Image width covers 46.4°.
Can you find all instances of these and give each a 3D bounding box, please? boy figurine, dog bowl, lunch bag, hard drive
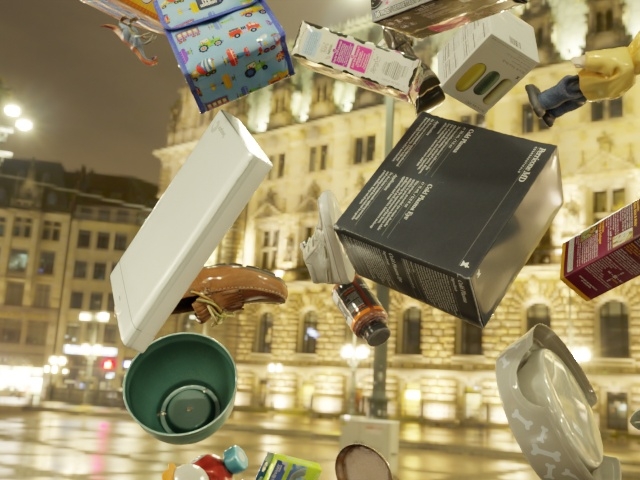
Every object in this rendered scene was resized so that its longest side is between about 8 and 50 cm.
[{"bbox_3d":[0.549,-0.330,1.463,0.285,0.092,0.177,-29,-31,32],"label":"boy figurine"},{"bbox_3d":[0.474,0.347,1.505,0.102,0.349,0.349,-31,-28,27],"label":"dog bowl"},{"bbox_3d":[-0.214,-0.451,1.590,0.221,0.293,0.138,-24,-28,-4],"label":"lunch bag"},{"bbox_3d":[-0.219,-0.024,1.193,0.047,0.353,0.233,30,13,-30],"label":"hard drive"}]

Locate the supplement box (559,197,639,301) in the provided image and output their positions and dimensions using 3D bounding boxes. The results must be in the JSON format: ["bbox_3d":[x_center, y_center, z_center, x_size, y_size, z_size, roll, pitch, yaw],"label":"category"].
[{"bbox_3d":[0.540,0.018,1.367,0.081,0.104,0.188,37,-46,-15],"label":"supplement box"}]

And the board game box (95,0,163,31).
[{"bbox_3d":[-0.469,-0.757,1.896,0.356,0.357,0.356,25,6,35],"label":"board game box"}]

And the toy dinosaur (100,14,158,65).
[{"bbox_3d":[-0.288,-0.308,1.165,0.090,0.082,0.047,-13,-1,24],"label":"toy dinosaur"}]

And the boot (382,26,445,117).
[{"bbox_3d":[0.250,-0.482,2.064,0.091,0.229,0.263,-28,-19,-1],"label":"boot"}]

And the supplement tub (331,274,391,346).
[{"bbox_3d":[0.113,0.191,2.003,0.106,0.198,0.106,-17,-44,-17],"label":"supplement tub"}]

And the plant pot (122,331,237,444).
[{"bbox_3d":[-0.358,0.419,1.986,0.293,0.293,0.196,3,-37,2],"label":"plant pot"}]

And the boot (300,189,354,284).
[{"bbox_3d":[0.000,0.000,1.923,0.123,0.258,0.095,-6,19,21],"label":"boot"}]

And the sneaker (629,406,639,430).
[{"bbox_3d":[0.681,0.325,1.478,0.152,0.054,0.061,-49,-9,31],"label":"sneaker"}]

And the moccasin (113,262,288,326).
[{"bbox_3d":[-0.262,0.129,1.648,0.380,0.147,0.139,2,-25,-12],"label":"moccasin"}]

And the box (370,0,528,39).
[{"bbox_3d":[0.232,-0.490,1.388,0.247,0.142,0.163,-8,-7,42],"label":"box"}]

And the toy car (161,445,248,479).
[{"bbox_3d":[-0.330,0.631,1.942,0.219,0.210,0.238,-32,-46,10],"label":"toy car"}]

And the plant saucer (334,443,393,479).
[{"bbox_3d":[0.115,0.592,1.898,0.168,0.168,0.029,-4,8,32],"label":"plant saucer"}]

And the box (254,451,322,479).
[{"bbox_3d":[-0.097,0.714,2.266,0.178,0.109,0.042,20,9,-22],"label":"box"}]

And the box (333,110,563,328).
[{"bbox_3d":[0.261,-0.052,1.489,0.312,0.343,0.179,23,-26,36],"label":"box"}]

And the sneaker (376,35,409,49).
[{"bbox_3d":[0.217,-0.605,2.458,0.088,0.225,0.092,57,-18,-26],"label":"sneaker"}]

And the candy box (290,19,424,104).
[{"bbox_3d":[0.076,-0.336,1.418,0.233,0.071,0.159,20,6,9],"label":"candy box"}]

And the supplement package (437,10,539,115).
[{"bbox_3d":[0.538,-0.592,2.427,0.199,0.198,0.263,24,-43,-21],"label":"supplement package"}]
